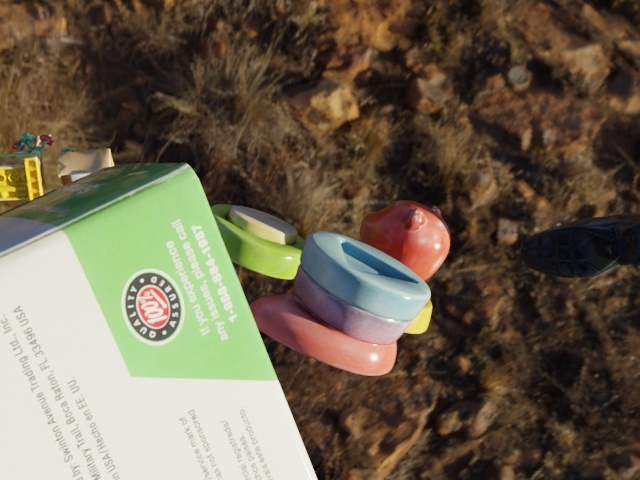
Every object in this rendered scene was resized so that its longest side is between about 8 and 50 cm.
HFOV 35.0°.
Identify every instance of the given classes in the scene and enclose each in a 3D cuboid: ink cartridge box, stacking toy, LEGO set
[{"bbox_3d":[-0.162,0.116,0.447,0.289,0.121,0.211,-28,108,-27],"label":"ink cartridge box"},{"bbox_3d":[0.000,0.000,1.056,0.279,0.309,0.130,27,104,7],"label":"stacking toy"},{"bbox_3d":[-0.328,-0.050,0.942,0.132,0.287,0.107,50,17,-34],"label":"LEGO set"}]

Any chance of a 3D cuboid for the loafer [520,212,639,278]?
[{"bbox_3d":[0.305,0.002,1.111,0.170,0.061,0.062,-4,107,13],"label":"loafer"}]
